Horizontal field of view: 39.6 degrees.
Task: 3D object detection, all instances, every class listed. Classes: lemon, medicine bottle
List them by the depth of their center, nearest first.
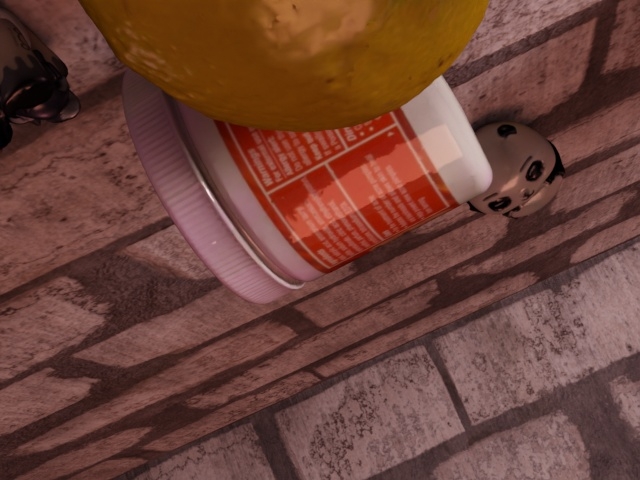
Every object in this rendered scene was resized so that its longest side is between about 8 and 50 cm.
[{"bbox_3d":[-0.022,-0.190,0.525,0.260,0.260,0.284,-35,171,30],"label":"lemon"},{"bbox_3d":[-0.006,-0.105,0.786,0.241,0.252,0.252,-27,162,11],"label":"medicine bottle"}]

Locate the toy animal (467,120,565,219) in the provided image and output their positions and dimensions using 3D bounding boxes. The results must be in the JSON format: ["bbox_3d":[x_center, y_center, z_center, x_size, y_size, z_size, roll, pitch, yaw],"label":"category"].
[{"bbox_3d":[0.276,-0.099,1.342,0.166,0.138,0.179,-47,161,15],"label":"toy animal"}]

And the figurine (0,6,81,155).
[{"bbox_3d":[-0.306,-0.092,0.669,0.222,0.145,0.145,-33,162,-2],"label":"figurine"}]
